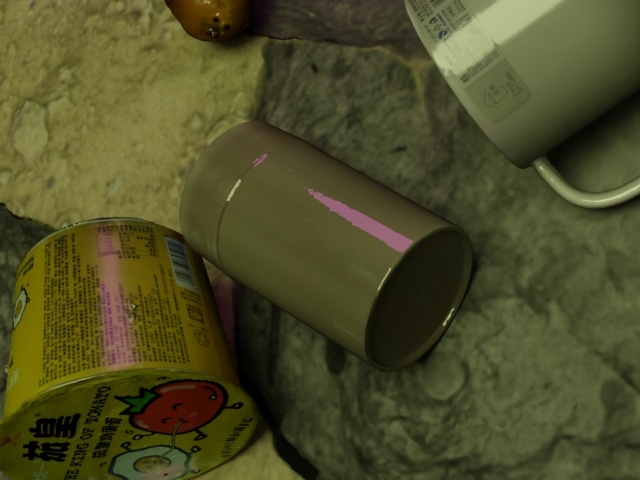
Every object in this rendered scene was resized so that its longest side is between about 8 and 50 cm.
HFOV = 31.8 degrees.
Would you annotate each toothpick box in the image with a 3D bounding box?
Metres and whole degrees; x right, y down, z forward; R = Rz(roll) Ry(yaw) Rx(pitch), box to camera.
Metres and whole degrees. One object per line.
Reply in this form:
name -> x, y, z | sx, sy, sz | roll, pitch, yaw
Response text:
toothpick box -> 0.000, 0.000, 0.762 | 0.181, 0.111, 0.111 | 31, 93, 34

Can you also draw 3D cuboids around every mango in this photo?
mango -> -0.092, -0.212, 0.917 | 0.077, 0.063, 0.127 | -42, 52, 21

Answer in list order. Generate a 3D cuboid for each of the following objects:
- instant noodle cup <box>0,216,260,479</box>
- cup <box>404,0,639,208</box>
instant noodle cup -> -0.143, 0.079, 0.800 | 0.182, 0.182, 0.144 | -29, 52, 22
cup -> 0.155, -0.122, 0.688 | 0.142, 0.134, 0.173 | -33, 59, 18
